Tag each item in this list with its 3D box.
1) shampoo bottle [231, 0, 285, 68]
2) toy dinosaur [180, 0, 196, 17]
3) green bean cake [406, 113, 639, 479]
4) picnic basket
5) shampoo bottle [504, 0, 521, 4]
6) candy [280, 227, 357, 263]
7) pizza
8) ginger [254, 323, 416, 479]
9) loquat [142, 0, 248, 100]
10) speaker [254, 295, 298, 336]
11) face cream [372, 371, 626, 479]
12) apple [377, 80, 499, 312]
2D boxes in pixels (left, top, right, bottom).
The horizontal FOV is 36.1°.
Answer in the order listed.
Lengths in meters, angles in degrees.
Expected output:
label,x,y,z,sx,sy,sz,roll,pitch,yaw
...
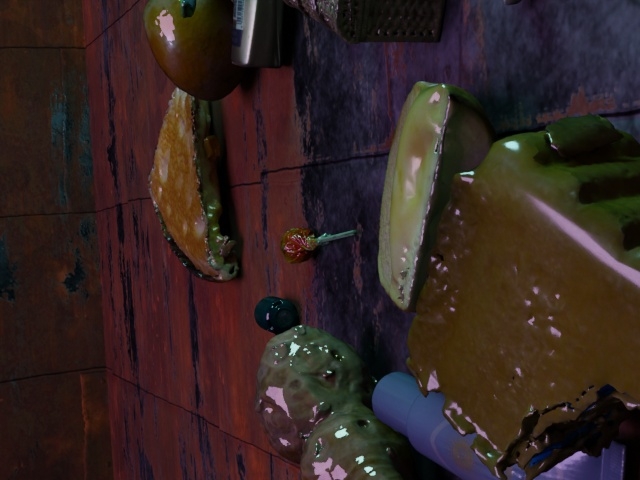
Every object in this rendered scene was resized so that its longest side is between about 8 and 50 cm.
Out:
label,x,y,z,sx,sy,sz,roll,pitch,yaw
shampoo bottle,-0.095,-0.456,1.580,0.125,0.084,0.349,-138,49,-69
toy dinosaur,-0.167,-0.579,1.544,0.500,0.144,0.374,-104,21,-63
green bean cake,0.244,0.079,0.823,0.285,0.202,0.309,51,140,33
picnic basket,0.045,-0.330,1.214,0.196,0.154,0.134,-131,44,-54
shampoo bottle,0.187,-0.316,1.037,0.077,0.045,0.151,144,118,-61
candy,0.000,0.000,1.499,0.201,0.061,0.060,-13,82,58
pizza,-0.277,-0.099,2.047,0.392,0.080,0.434,152,113,-63
ginger,0.025,0.274,1.349,0.375,0.176,0.256,47,153,52
loquat,-0.214,-0.352,1.732,0.179,0.179,0.227,43,163,56
speaker,-0.074,0.143,1.658,0.075,0.060,0.094,-173,80,-66
face cream,0.186,0.227,1.083,0.385,0.086,0.135,17,109,59
apple,0.133,-0.058,1.116,0.193,0.120,0.264,-118,34,-65
